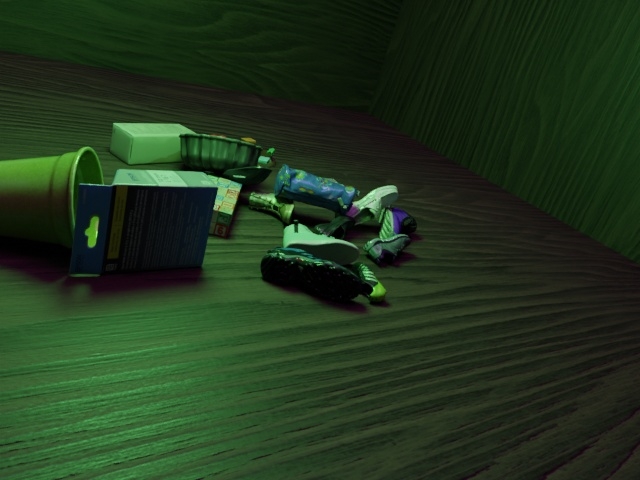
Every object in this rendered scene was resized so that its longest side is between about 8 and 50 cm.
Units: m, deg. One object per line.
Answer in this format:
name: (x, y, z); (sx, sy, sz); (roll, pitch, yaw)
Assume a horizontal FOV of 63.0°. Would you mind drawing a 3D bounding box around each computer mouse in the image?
computer mouse: (-0.293, -0.226, 1.965); (0.261, 0.060, 0.184); (-3, -6, 15)

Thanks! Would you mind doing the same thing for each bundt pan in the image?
bundt pan: (-0.396, -0.326, 2.051); (0.330, 0.124, 0.331); (8, 3, 0)

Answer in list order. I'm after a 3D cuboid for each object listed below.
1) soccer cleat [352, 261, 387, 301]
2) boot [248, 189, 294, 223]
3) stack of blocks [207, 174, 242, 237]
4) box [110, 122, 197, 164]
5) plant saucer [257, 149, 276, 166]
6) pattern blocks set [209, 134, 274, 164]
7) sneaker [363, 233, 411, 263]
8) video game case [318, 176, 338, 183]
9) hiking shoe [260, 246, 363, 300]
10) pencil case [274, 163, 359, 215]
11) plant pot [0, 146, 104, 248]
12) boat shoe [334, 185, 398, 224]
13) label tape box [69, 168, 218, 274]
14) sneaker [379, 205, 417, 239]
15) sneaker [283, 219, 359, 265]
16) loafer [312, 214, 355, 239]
soccer cleat: (0.137, 0.123, 1.611); (0.072, 0.060, 0.179); (1, 32, -30)
boot: (-0.181, -0.127, 1.913); (0.165, 0.077, 0.213); (13, 19, -11)
stack of blocks: (-0.373, -0.129, 1.769); (0.171, 0.087, 0.297); (15, 24, -8)
box: (-0.664, -0.391, 2.097); (0.148, 0.121, 0.311); (32, 28, 31)
plant saucer: (-0.303, -0.402, 2.473); (0.198, 0.036, 0.199); (14, 23, -6)
pattern blocks set: (-0.376, -0.420, 2.402); (0.324, 0.026, 0.285); (7, 32, -1)
sneaker: (0.256, 0.042, 1.874); (0.223, 0.083, 0.098); (-9, 56, -38)
video game case: (0.025, -0.239, 2.359); (0.183, 0.023, 0.201); (2, 28, -31)
hiking shoe: (-0.018, 0.080, 1.530); (0.303, 0.113, 0.132); (18, 25, 1)
pencil case: (-0.017, -0.180, 1.920); (0.305, 0.120, 0.133); (16, 24, -15)
plant pot: (-0.713, -0.101, 1.316); (0.253, 0.276, 0.276); (1, 27, -8)
boat shoe: (0.196, -0.120, 2.038); (0.277, 0.098, 0.096); (-28, 47, -8)
label tape box: (-0.459, -0.051, 1.342); (0.347, 0.249, 0.115); (-2, 31, -38)
sneaker: (0.318, -0.064, 2.083); (0.146, 0.102, 0.293); (17, 24, -3)
sneaker: (0.000, 0.000, 1.730); (0.255, 0.094, 0.151); (8, 31, -15)
loafer: (0.060, -0.034, 1.886); (0.078, 0.076, 0.223); (36, 34, 26)
